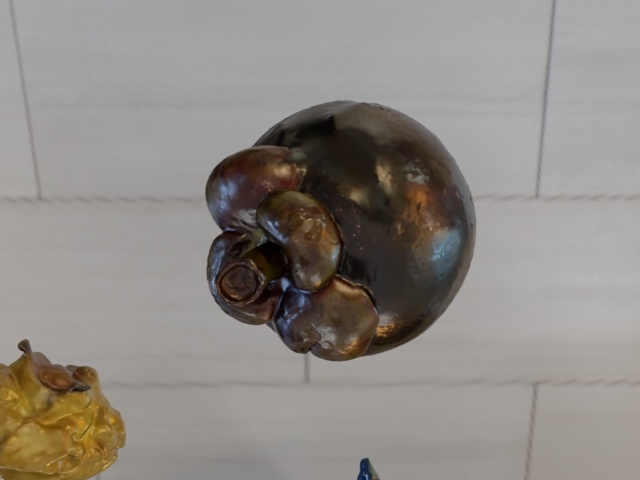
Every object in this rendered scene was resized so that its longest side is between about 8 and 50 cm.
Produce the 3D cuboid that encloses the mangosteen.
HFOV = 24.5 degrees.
[{"bbox_3d":[0.000,0.000,1.140,0.211,0.250,0.211,16,116,36],"label":"mangosteen"}]

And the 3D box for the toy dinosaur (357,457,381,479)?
[{"bbox_3d":[0.121,0.324,1.271,0.144,0.329,0.076,-30,155,34],"label":"toy dinosaur"}]

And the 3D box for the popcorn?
[{"bbox_3d":[-0.277,0.179,1.448,0.167,0.148,0.152,7,109,-24],"label":"popcorn"}]
